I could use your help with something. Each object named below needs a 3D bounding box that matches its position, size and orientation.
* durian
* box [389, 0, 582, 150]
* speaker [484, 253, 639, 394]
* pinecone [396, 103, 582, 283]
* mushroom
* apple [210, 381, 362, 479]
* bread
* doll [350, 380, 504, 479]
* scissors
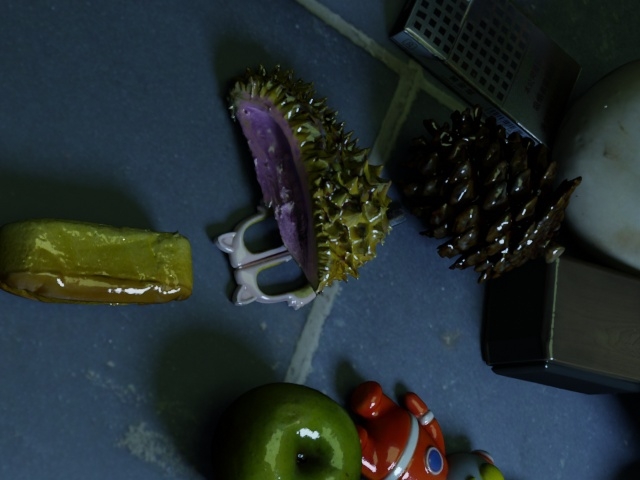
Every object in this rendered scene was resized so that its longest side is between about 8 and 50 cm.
[{"bbox_3d":[0.008,-0.105,1.488,0.191,0.112,0.341,-15,76,-33],"label":"durian"},{"bbox_3d":[0.269,-0.299,1.735,0.325,0.047,0.180,35,65,-23],"label":"box"},{"bbox_3d":[0.385,0.126,1.671,0.231,0.153,0.192,14,75,-29],"label":"speaker"},{"bbox_3d":[0.239,-0.064,1.582,0.272,0.224,0.224,37,61,11],"label":"pinecone"},{"bbox_3d":[0.543,-0.115,1.763,0.363,0.294,0.362,-1,97,-8],"label":"mushroom"},{"bbox_3d":[-0.046,0.273,1.376,0.197,0.157,0.196,2,86,-24],"label":"apple"},{"bbox_3d":[-0.271,0.034,1.321,0.246,0.102,0.094,6,72,-32],"label":"bread"},{"bbox_3d":[0.166,0.335,1.527,0.336,0.105,0.199,40,46,-18],"label":"doll"},{"bbox_3d":[0.000,0.000,1.533,0.318,0.024,0.160,-19,92,-32],"label":"scissors"}]
